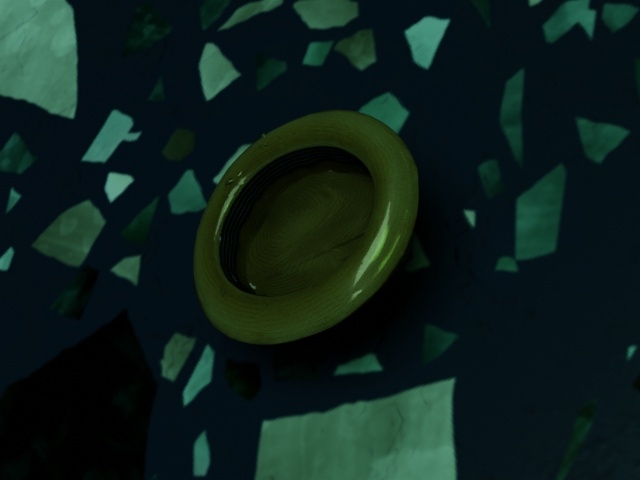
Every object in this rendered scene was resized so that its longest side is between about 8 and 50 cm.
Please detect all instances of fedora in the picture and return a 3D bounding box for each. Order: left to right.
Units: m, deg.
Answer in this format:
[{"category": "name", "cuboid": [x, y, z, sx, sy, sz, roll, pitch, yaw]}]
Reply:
[{"category": "fedora", "cuboid": [0.000, 0.000, 1.135, 0.194, 0.079, 0.194, -18, 57, 30]}]
